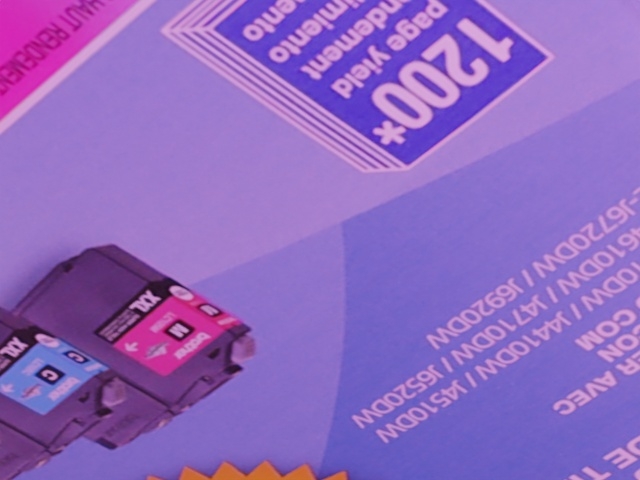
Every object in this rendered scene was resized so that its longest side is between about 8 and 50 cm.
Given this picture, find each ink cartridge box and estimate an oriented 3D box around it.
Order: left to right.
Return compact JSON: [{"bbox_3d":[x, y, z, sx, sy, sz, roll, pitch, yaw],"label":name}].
[{"bbox_3d":[0.011,-0.004,0.528,0.395,0.151,0.270,32,128,-33],"label":"ink cartridge box"}]
